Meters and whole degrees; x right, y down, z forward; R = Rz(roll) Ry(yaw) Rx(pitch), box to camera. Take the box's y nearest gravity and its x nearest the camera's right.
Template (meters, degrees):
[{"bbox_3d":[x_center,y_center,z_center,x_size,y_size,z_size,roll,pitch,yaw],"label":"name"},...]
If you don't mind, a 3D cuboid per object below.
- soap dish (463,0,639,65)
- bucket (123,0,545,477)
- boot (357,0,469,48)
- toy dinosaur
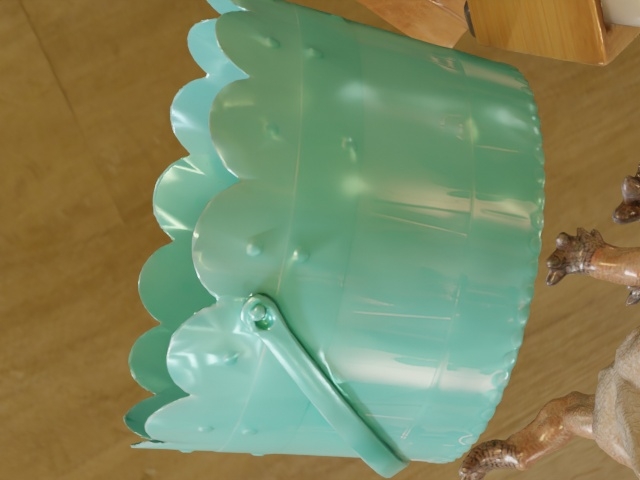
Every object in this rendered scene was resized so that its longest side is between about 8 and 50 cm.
[{"bbox_3d":[0.162,-0.246,0.874,0.118,0.291,0.229,-9,105,26],"label":"soap dish"},{"bbox_3d":[0.000,0.000,0.789,0.183,0.281,0.281,10,75,-11],"label":"bucket"},{"bbox_3d":[-0.006,-0.239,1.126,0.280,0.264,0.096,27,57,-13],"label":"boot"},{"bbox_3d":[0.199,0.069,0.610,0.200,0.127,0.295,29,48,29],"label":"toy dinosaur"}]
